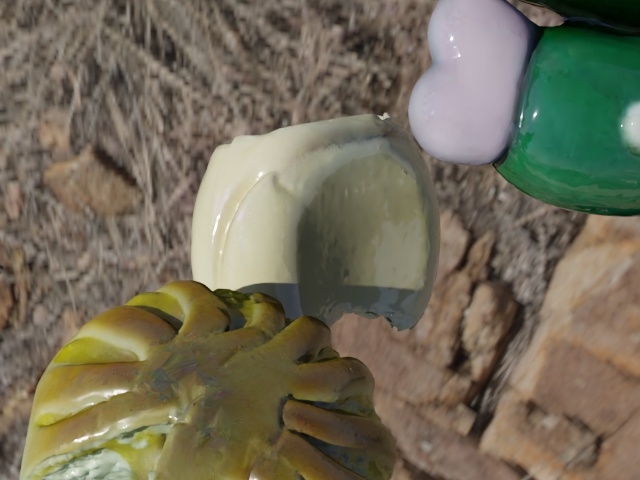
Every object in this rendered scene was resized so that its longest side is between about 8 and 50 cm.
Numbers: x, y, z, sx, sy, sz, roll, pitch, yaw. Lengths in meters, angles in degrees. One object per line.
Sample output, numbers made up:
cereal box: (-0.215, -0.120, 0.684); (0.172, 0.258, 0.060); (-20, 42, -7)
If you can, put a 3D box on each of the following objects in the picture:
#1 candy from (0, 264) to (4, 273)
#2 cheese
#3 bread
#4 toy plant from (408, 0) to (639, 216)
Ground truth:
candy: (-0.426, 0.084, 1.704); (0.265, 0.155, 0.116); (-43, 91, 12)
cheese: (0.000, 0.000, 1.725); (0.266, 0.127, 0.233); (-8, 98, -41)
bread: (-0.088, 0.169, 1.477); (0.333, 0.160, 0.333); (-2, 52, 2)
toy plant: (0.115, -0.132, 0.601); (0.243, 0.112, 0.232); (-19, 92, -22)
